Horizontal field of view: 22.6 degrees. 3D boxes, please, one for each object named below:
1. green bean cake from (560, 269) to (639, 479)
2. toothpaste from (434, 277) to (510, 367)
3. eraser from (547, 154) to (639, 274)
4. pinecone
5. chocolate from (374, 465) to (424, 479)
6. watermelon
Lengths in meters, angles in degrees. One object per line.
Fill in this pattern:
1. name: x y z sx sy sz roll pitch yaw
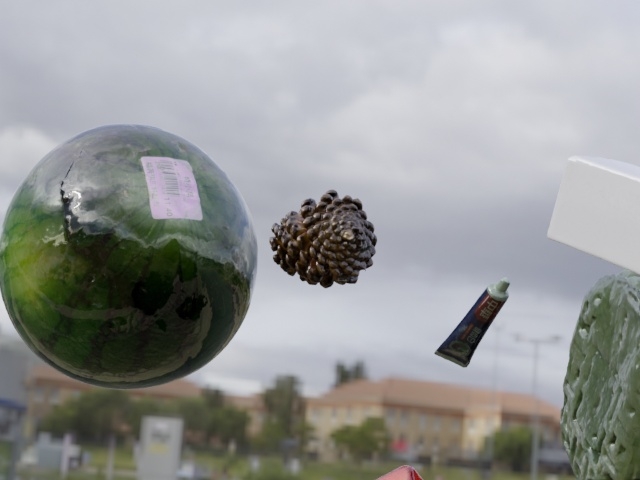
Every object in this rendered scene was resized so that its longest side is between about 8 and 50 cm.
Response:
1. green bean cake: 0.316 0.148 1.525 0.124 0.227 0.222 5 25 -10
2. toothpaste: 0.157 0.082 1.600 0.037 0.021 0.140 26 -46 -3
3. eraser: 0.321 0.008 1.276 0.076 0.078 0.298 3 15 -41
4. pinecone: -0.002 -0.002 1.649 0.109 0.102 0.102 2 -10 28
5. chocolate: 0.010 0.414 1.372 0.360 0.161 0.341 -28 -56 9
6. watermelon: -0.244 0.026 2.028 0.363 0.363 0.363 5 -10 1
